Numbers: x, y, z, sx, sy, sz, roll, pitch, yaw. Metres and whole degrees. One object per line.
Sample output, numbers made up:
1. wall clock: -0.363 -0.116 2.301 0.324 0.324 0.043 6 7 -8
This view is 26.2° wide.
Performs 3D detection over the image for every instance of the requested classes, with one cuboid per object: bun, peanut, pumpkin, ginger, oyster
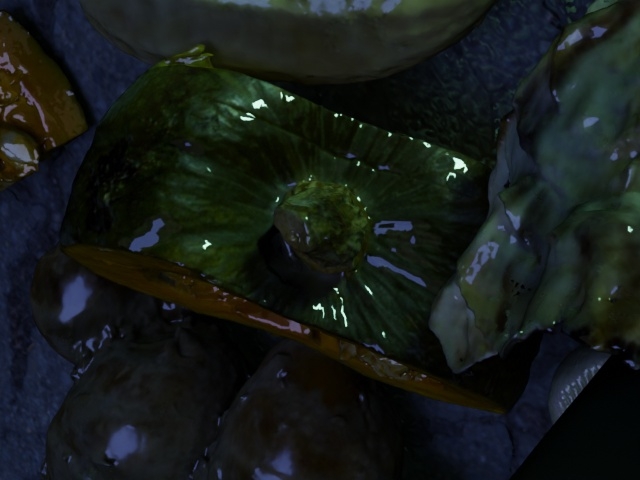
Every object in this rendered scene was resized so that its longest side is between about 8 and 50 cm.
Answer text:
1. bun: 0.210 0.110 0.915 0.115 0.069 0.115 13 118 26
2. peanut: -0.011 -0.183 0.871 0.340 0.158 0.174 12 81 24
3. pumpkin: -0.352 -0.064 1.124 0.280 0.190 0.139 -28 94 38
4. pumpkin: 0.000 0.000 0.873 0.317 0.139 0.222 24 165 -3
5. ginger: -0.072 0.144 1.055 0.375 0.176 0.256 25 108 21
6. oyster: 0.183 -0.074 0.733 0.107 0.354 0.201 47 171 -27

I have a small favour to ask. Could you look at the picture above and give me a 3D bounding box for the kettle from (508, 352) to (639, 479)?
1. kettle: 0.263 0.126 0.720 0.262 0.308 0.203 33 139 16
